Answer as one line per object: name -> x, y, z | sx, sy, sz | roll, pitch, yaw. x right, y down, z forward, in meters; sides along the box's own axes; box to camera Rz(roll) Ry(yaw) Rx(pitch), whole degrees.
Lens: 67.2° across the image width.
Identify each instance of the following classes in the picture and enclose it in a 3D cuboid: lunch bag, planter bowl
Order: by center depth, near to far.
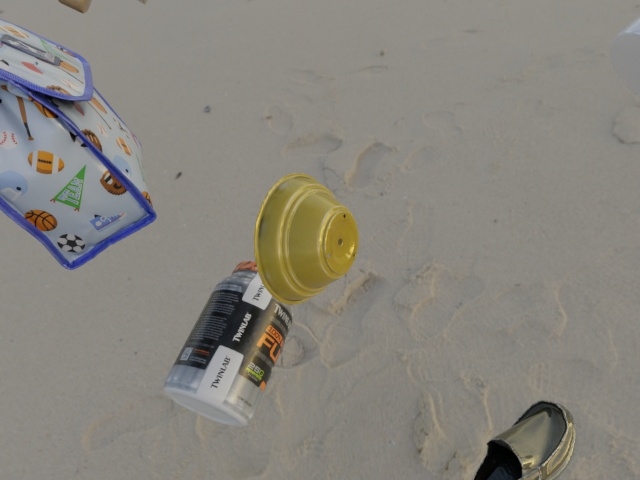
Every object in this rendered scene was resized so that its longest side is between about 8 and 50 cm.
planter bowl -> 0.000, 0.000, 0.771 | 0.090, 0.217, 0.217 | 4, 47, 35
lunch bag -> -0.494, -0.203, 0.874 | 0.239, 0.385, 0.328 | -33, 40, -2

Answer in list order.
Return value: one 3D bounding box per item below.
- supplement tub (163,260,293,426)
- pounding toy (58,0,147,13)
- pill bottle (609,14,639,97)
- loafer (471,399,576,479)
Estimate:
supplement tub -> -0.179, 0.213, 1.037 | 0.194, 0.193, 0.316 | 11, 57, 18
pounding toy -> -0.266, -0.391, 0.657 | 0.206, 0.094, 0.181 | -64, 19, -1
pill bottle -> 0.374, -0.219, 0.409 | 0.221, 0.124, 0.124 | -40, 49, 11
loafer -> 0.325, 0.348, 0.773 | 0.251, 0.087, 0.094 | -41, 28, -26
